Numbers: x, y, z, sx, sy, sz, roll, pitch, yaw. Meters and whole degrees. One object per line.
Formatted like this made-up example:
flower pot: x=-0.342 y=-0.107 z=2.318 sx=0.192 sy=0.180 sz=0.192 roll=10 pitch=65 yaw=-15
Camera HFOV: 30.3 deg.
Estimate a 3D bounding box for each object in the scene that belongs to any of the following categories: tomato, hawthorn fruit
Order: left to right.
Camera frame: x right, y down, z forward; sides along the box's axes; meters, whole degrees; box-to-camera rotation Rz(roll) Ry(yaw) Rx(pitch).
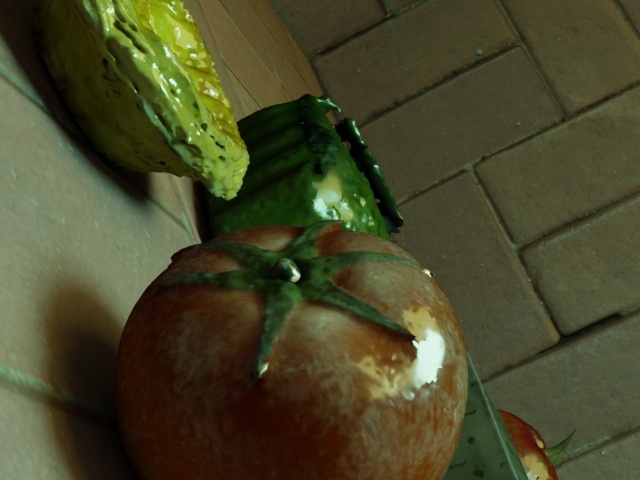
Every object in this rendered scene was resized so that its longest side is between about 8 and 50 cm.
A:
tomato: x=-0.023 y=0.118 z=0.893 sx=0.265 sy=0.265 sz=0.265 roll=62 pitch=8 yaw=-15
hawthorn fruit: x=0.246 y=0.389 z=1.818 sx=0.258 sy=0.262 sz=0.258 roll=178 pitch=-90 yaw=-68

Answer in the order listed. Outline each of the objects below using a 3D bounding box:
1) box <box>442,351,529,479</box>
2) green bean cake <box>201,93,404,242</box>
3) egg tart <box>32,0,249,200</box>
box: x=0.142 y=0.329 z=1.389 sx=0.190 sy=0.225 sz=0.297 roll=55 pitch=13 yaw=-44
green bean cake: x=0.000 y=0.000 z=1.576 sx=0.335 sy=0.218 sz=0.319 roll=56 pitch=11 yaw=-34
egg tart: x=-0.190 y=-0.179 z=1.204 sx=0.341 sy=0.132 sz=0.341 roll=62 pitch=6 yaw=-12
